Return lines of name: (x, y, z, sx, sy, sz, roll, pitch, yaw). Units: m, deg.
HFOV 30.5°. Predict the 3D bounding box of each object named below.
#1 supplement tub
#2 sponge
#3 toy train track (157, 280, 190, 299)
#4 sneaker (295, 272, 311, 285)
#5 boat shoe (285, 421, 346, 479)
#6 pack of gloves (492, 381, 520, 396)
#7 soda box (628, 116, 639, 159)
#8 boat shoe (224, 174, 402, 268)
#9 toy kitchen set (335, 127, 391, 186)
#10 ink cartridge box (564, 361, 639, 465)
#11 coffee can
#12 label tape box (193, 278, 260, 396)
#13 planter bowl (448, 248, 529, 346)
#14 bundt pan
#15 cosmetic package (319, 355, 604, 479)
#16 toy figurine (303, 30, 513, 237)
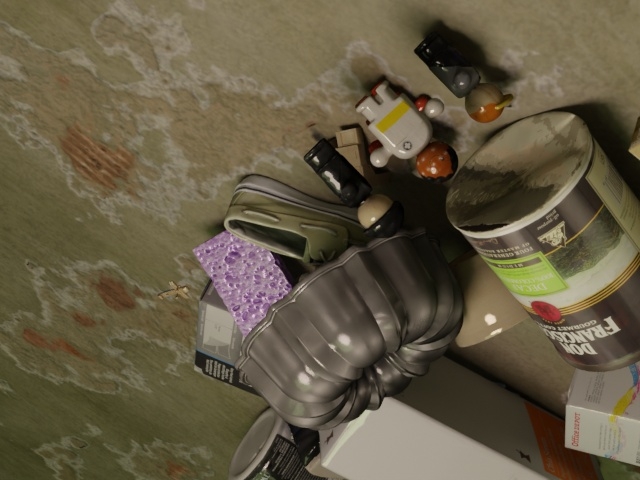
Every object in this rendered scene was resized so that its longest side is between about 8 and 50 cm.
supplement tub: (-0.006, 0.477, 2.292, 0.316, 0.193, 0.193, 36, 144, -14)
sponge: (-0.102, 0.075, 1.870, 0.117, 0.031, 0.210, -28, 97, 19)
toy train track: (-0.267, 0.097, 2.117, 0.083, 0.014, 0.048, -16, 128, 44)
sneaker: (0.030, 0.089, 1.754, 0.108, 0.271, 0.100, 0, 102, 17)
boat shoe: (0.070, 0.375, 2.200, 0.127, 0.158, 0.340, -47, 135, 13)
pack of gloves: (0.266, 0.308, 2.056, 0.232, 0.046, 0.195, -2, 126, 29)
soda box: (0.456, -0.087, 1.398, 0.181, 0.058, 0.061, 35, 144, -15)
boat shoe: (0.000, 0.000, 1.757, 0.302, 0.094, 0.109, 20, 145, 8)
toy kitchen set: (0.046, -0.113, 1.641, 0.068, 0.075, 0.083, -8, 94, 34)
ink cartridge box: (0.466, 0.250, 1.765, 0.176, 0.127, 0.128, 12, 143, 18)
coffee can: (0.315, 0.003, 1.477, 0.201, 0.201, 0.275, -14, 128, 42)
label tape box: (-0.044, 0.188, 2.018, 0.333, 0.106, 0.241, 21, 145, 7)
planter bowl: (0.238, 0.064, 1.661, 0.162, 0.162, 0.109, -29, 92, 49)
bundt pan: (0.056, 0.136, 1.558, 0.124, 0.331, 0.331, 55, 152, 23)
cosmetic package: (0.226, 0.328, 1.860, 0.453, 0.230, 0.161, 28, 113, -15)
toy figurine: (0.109, -0.125, 1.428, 0.148, 0.213, 0.209, 46, 139, -4)
